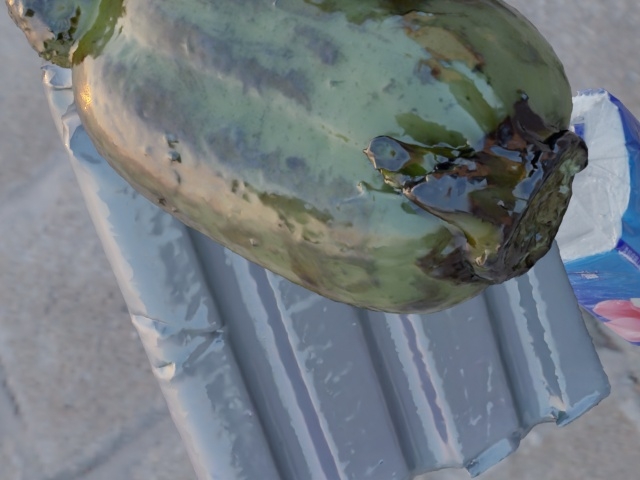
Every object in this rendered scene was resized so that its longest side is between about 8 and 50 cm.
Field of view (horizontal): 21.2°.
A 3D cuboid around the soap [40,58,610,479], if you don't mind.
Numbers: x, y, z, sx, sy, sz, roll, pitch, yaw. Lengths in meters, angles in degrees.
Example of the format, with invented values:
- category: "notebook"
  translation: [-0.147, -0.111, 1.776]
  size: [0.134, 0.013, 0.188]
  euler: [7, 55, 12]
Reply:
- category: "soap"
  translation: [0.000, 0.000, 1.420]
  size: [0.350, 0.435, 0.213]
  euler: [-24, 28, -4]

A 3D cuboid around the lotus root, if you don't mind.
- category: "lotus root"
  translation: [-0.017, -0.078, 0.845]
  size: [0.309, 0.173, 0.173]
  euler: [28, 95, 21]

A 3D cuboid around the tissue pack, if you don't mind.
- category: "tissue pack"
  translation: [0.331, -0.024, 1.876]
  size: [0.137, 0.270, 0.209]
  euler: [-17, 59, 28]
